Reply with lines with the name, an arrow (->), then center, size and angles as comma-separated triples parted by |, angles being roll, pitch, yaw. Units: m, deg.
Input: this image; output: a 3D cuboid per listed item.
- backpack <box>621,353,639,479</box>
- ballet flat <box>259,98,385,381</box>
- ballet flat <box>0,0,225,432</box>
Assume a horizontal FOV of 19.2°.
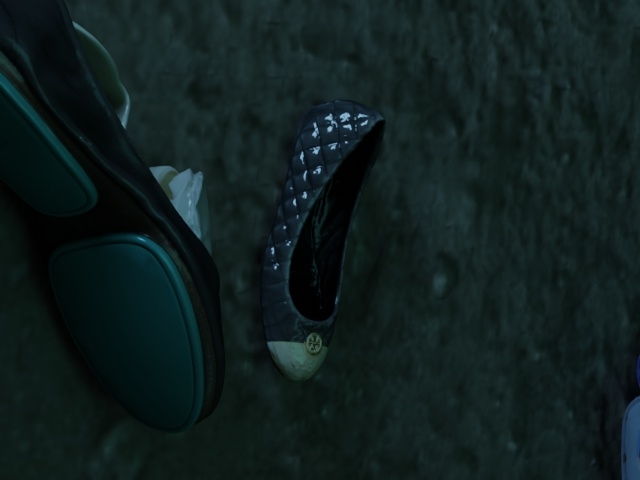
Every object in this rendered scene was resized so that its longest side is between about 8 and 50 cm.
backpack -> 0.366, 0.192, 1.441 | 0.213, 0.263, 0.276 | -31, 121, -42
ballet flat -> 0.000, 0.000, 1.135 | 0.057, 0.049, 0.173 | 9, 91, -49
ballet flat -> -0.108, -0.026, 0.975 | 0.096, 0.095, 0.280 | -61, 138, -40
